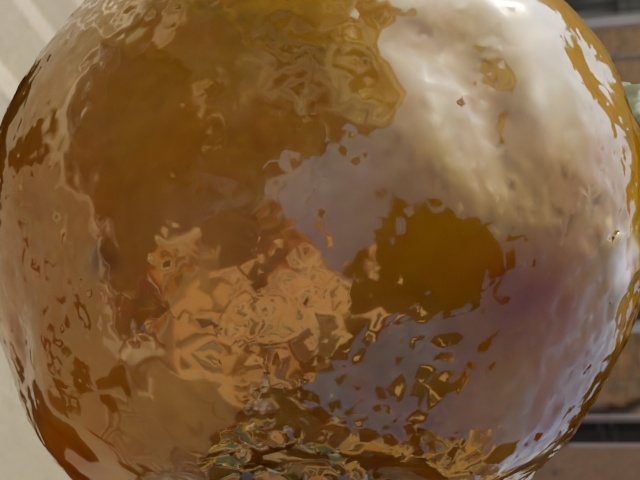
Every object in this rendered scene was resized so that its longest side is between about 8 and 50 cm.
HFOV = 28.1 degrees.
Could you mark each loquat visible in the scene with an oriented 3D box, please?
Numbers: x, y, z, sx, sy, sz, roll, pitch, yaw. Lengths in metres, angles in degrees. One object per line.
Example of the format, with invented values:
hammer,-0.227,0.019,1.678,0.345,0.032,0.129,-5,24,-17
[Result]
loquat,0.000,0.000,0.627,0.328,0.328,0.329,-3,90,-73

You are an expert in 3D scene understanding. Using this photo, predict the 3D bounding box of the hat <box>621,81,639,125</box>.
hat,0.221,-0.025,0.699,0.122,0.081,0.166,34,30,-32
